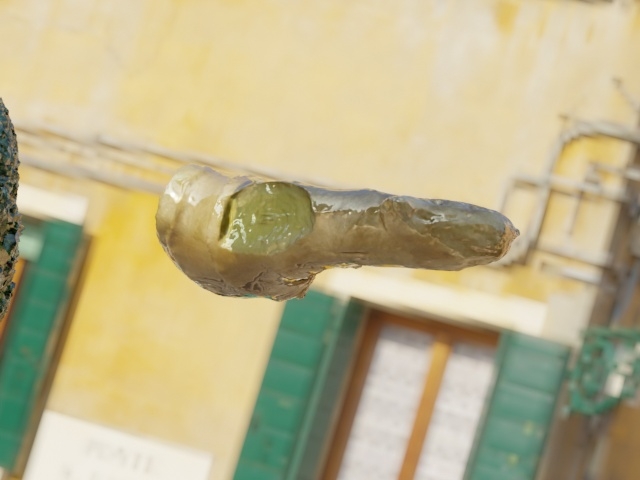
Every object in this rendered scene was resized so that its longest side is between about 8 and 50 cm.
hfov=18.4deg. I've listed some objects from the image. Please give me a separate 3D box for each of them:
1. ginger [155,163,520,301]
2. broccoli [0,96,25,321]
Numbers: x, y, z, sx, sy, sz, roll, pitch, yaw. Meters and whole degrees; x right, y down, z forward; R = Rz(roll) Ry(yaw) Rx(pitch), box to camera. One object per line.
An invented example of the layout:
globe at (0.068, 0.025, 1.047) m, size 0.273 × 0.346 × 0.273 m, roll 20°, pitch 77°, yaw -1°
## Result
ginger at (0.000, 0.000, 1.359) m, size 0.294 × 0.086 × 0.131 m, roll 2°, pitch -36°, yaw 36°
broccoli at (-0.343, -0.029, 1.461) m, size 0.308 × 0.275 × 0.308 m, roll 53°, pitch 4°, yaw -5°
